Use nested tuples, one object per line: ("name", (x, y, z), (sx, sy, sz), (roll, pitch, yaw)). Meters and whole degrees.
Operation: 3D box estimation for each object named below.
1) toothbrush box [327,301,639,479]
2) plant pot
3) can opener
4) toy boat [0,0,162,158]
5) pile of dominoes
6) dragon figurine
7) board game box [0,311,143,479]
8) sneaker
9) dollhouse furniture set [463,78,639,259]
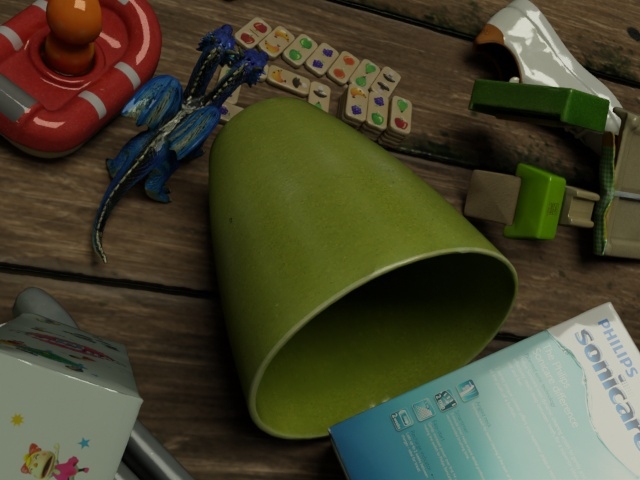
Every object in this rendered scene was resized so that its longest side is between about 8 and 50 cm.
("toothbrush box", (0.183, 0.221, 0.804), (0.296, 0.126, 0.216), (-24, 71, -5))
("plant pot", (0.000, 0.000, 0.864), (0.275, 0.274, 0.293), (-8, 50, -30))
("can opener", (-0.192, 0.169, 0.752), (0.280, 0.093, 0.074), (48, 51, 1))
("toy boat", (-0.262, -0.207, 0.903), (0.151, 0.151, 0.231), (37, 52, -2))
("pile of dominoes", (-0.003, -0.196, 1.095), (0.251, 0.040, 0.195), (18, 55, -16))
("dragon figurine", (-0.160, -0.116, 0.902), (0.085, 0.144, 0.289), (37, 52, -1))
("board game box", (-0.207, 0.170, 0.561), (0.098, 0.303, 0.223), (22, 84, -13))
("sneaker", (0.331, -0.204, 1.248), (0.123, 0.106, 0.290), (-39, 86, -10))
("dollhouse furniture set", (0.342, -0.089, 1.157), (0.302, 0.151, 0.197), (6, 97, -39))
